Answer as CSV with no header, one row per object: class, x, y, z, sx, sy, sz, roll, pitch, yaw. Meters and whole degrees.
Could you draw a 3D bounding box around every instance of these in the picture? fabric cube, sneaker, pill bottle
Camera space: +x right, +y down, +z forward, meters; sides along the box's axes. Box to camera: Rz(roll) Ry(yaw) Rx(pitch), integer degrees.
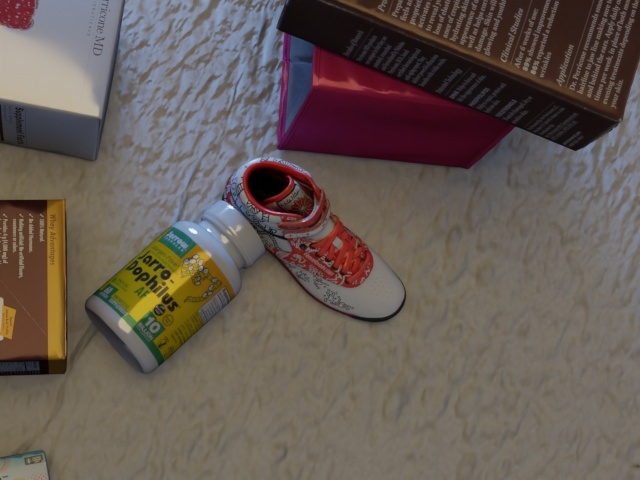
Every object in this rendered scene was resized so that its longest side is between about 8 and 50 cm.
fabric cube,0.097,-0.250,1.791,0.258,0.254,0.259,5,76,-9
sneaker,-0.001,0.001,1.772,0.270,0.145,0.090,37,74,-1
pill bottle,-0.170,0.051,1.745,0.208,0.117,0.117,-42,87,-16

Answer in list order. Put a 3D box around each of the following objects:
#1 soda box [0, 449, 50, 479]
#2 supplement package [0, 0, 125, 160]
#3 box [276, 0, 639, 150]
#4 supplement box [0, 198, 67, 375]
soda box,-0.405,0.289,1.678,0.183,0.058,0.063,-9,79,-13
supplement package,-0.393,-0.226,1.736,0.293,0.175,0.177,10,75,-8
box,0.164,-0.262,1.607,0.381,0.143,0.191,23,75,-8
supplement box,-0.394,0.057,1.696,0.194,0.129,0.191,0,77,-10
